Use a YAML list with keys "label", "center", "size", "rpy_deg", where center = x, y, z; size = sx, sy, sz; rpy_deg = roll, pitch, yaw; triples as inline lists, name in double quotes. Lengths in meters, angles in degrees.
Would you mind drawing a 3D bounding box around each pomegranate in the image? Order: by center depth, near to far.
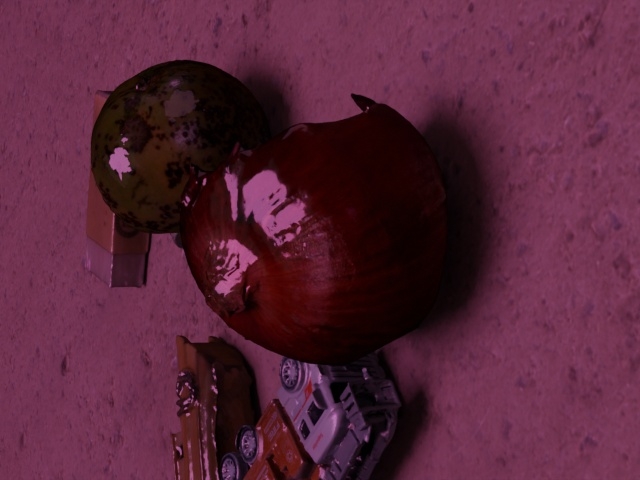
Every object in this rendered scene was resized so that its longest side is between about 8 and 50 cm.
- label: "pomegranate"
  center: [-0.189, -0.094, 1.881]
  size: [0.285, 0.285, 0.341]
  rpy_deg: [18, 137, 56]

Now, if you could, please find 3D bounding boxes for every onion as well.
- label: "onion"
  center: [0.002, -0.002, 1.515]
  size: [0.341, 0.341, 0.341]
  rpy_deg: [4, 94, 57]

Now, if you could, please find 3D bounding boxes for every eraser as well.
- label: "eraser"
  center: [-0.365, -0.095, 2.282]
  size: [0.144, 0.078, 0.343]
  rpy_deg: [26, 113, 56]

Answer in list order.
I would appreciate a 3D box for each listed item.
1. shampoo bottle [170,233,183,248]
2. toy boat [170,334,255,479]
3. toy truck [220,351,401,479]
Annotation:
- label: "shampoo bottle"
  center: [-0.251, -0.079, 2.122]
  size: [0.204, 0.065, 0.065]
  rpy_deg: [61, 138, 37]
- label: "toy boat"
  center: [-0.161, 0.357, 1.946]
  size: [0.162, 0.136, 0.446]
  rpy_deg: [-28, 63, 50]
- label: "toy truck"
  center: [0.000, 0.279, 1.651]
  size: [0.338, 0.133, 0.184]
  rpy_deg: [-60, 41, 32]
